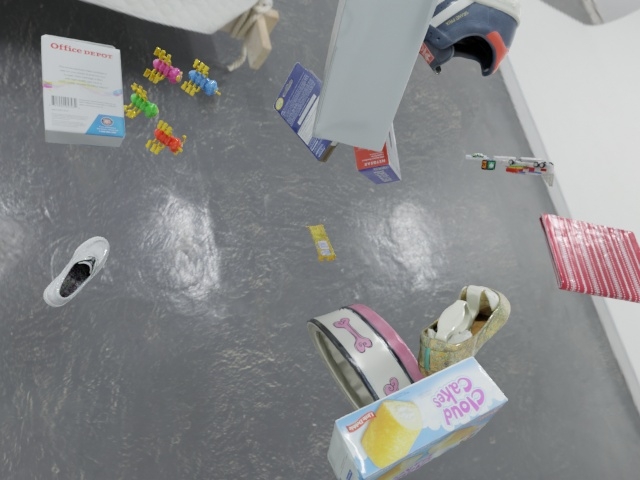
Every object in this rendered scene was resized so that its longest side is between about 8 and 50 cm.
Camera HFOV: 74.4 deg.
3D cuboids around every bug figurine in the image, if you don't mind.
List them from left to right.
[{"bbox_3d":[-0.412,-0.386,1.163,0.216,0.279,0.072,39,15,1],"label":"bug figurine"}]

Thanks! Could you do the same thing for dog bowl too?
[{"bbox_3d":[0.135,0.350,1.146,0.150,0.408,0.407,-32,91,-15],"label":"dog bowl"}]

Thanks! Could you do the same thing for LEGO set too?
[{"bbox_3d":[0.431,-0.170,0.983,0.244,0.183,0.060,-34,129,-67],"label":"LEGO set"}]

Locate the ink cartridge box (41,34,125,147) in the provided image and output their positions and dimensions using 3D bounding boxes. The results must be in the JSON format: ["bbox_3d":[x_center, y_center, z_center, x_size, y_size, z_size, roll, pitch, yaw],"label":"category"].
[{"bbox_3d":[-0.308,-0.190,0.547,0.089,0.052,0.122,-2,85,-33],"label":"ink cartridge box"}]

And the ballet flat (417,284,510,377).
[{"bbox_3d":[0.315,0.163,0.902,0.349,0.123,0.123,-31,90,-41],"label":"ballet flat"}]

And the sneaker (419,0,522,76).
[{"bbox_3d":[0.198,-0.411,0.807,0.350,0.131,0.148,15,93,3],"label":"sneaker"}]

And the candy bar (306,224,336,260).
[{"bbox_3d":[0.000,0.000,0.920,0.040,0.018,0.161,-4,29,-10],"label":"candy bar"}]

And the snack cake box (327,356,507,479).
[{"bbox_3d":[0.150,0.305,0.682,0.265,0.152,0.089,-17,49,-21],"label":"snack cake box"}]

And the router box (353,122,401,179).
[{"bbox_3d":[0.148,-0.323,1.169,0.335,0.082,0.300,-6,87,-74],"label":"router box"}]

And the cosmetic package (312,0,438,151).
[{"bbox_3d":[0.078,-0.337,0.540,0.098,0.284,0.377,11,44,-4],"label":"cosmetic package"}]

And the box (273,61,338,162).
[{"bbox_3d":[-0.021,-0.313,1.019,0.037,0.136,0.225,-5,49,-48],"label":"box"}]

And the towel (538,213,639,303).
[{"bbox_3d":[0.639,0.045,0.969,0.275,0.031,0.198,10,57,-13],"label":"towel"}]

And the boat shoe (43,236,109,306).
[{"bbox_3d":[-0.498,0.057,0.882,0.066,0.063,0.184,55,36,-24],"label":"boat shoe"}]
